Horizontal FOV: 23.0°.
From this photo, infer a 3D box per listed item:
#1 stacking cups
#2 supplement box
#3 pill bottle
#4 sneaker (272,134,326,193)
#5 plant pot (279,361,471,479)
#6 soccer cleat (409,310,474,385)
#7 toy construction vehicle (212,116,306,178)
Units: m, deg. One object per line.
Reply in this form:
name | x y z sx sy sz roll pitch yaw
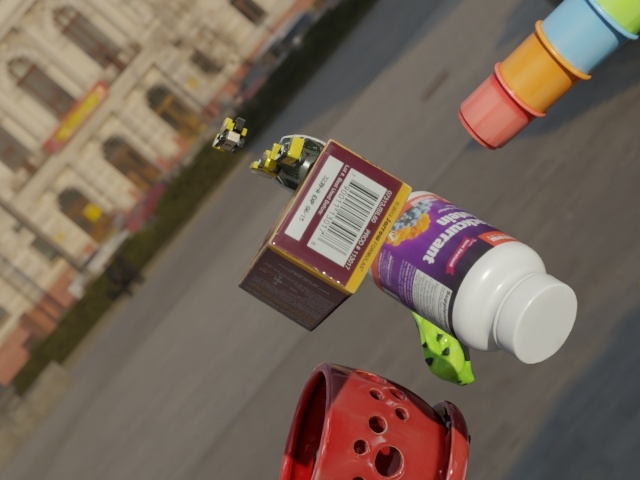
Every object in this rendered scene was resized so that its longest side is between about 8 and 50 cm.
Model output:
stacking cups | 0.263 -0.219 1.581 0.316 0.096 0.096 -40 9 24
supplement box | 0.000 0.000 1.317 0.104 0.081 0.188 -60 3 -16
pill bottle | 0.140 0.037 1.453 0.108 0.108 0.193 -50 47 -8
sneaker | 0.025 -0.069 1.823 0.077 0.178 0.072 24 93 65
plant pot | 0.059 0.242 1.695 0.191 0.174 0.191 -165 90 -81
soccer cleat | 0.146 0.096 1.893 0.060 0.072 0.179 -27 48 25
toy construction vehicle | -0.061 -0.095 1.556 0.098 0.086 0.035 145 143 -72
